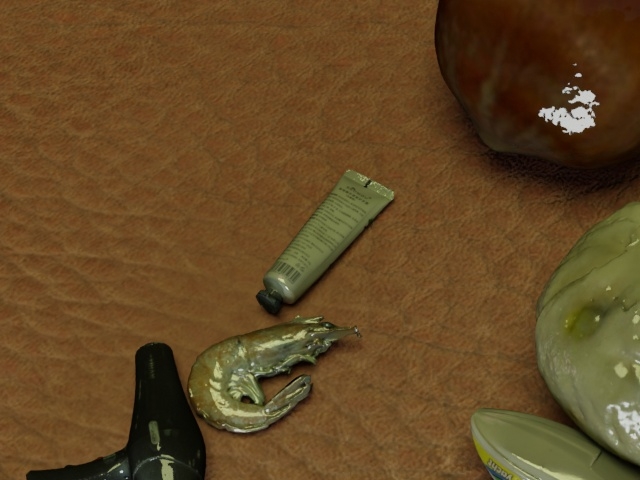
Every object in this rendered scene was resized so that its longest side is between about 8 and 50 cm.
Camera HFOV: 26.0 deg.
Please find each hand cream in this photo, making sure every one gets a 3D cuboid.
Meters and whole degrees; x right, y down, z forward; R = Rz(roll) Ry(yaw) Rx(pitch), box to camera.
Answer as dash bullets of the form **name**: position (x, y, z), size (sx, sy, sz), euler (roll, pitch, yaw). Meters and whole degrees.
- **hand cream**: position (0.000, 0.000, 1.783), size (0.080, 0.050, 0.234), euler (29, 61, 23)

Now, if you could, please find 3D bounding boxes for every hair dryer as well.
- **hair dryer**: position (-0.273, 0.244, 1.645), size (0.272, 0.091, 0.235), euler (-16, 48, 1)

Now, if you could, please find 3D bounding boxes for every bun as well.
- **bun**: position (0.421, 0.085, 1.539), size (0.365, 0.219, 0.365), euler (-2, 45, 2)

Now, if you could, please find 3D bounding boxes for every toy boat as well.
- **toy boat**: position (0.280, 0.283, 1.526), size (0.269, 0.141, 0.141), euler (21, 63, 18)

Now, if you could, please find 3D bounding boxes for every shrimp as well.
- **shrimp**: position (-0.053, 0.160, 1.685), size (0.223, 0.047, 0.126), euler (-19, 65, 2)

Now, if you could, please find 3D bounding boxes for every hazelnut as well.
- **hazelnut**: position (0.332, -0.274, 1.752), size (0.366, 0.366, 0.365), euler (-3, 58, 5)
